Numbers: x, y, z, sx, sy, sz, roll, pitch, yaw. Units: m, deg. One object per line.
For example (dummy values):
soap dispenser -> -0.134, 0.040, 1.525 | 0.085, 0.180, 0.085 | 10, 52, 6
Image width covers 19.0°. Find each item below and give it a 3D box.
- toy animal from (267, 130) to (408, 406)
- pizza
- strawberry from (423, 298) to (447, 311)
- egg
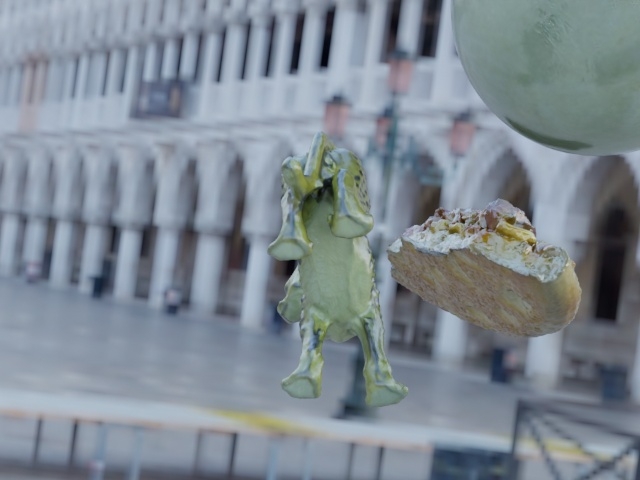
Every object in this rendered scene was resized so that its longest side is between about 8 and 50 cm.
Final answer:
toy animal -> 0.000, 0.000, 1.109 | 0.073, 0.181, 0.136 | -9, 33, 2
pizza -> 0.123, 0.019, 1.379 | 0.127, 0.058, 0.246 | 39, -15, -5
strawberry -> 0.104, 0.024, 1.559 | 0.073, 0.073, 0.083 | 8, -1, -24
egg -> 0.173, -0.147, 1.162 | 0.186, 0.187, 0.253 | 8, -19, -11
